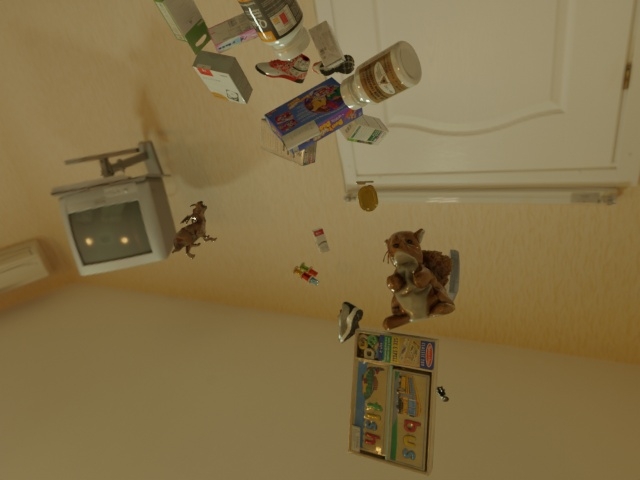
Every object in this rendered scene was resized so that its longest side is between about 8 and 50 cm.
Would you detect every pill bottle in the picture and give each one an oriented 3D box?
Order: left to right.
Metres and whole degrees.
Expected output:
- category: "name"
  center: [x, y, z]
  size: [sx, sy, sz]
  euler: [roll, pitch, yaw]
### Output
- category: "pill bottle"
  center: [-0.150, -0.727, 1.274]
  size: [0.162, 0.278, 0.162]
  euler: [-14, -126, 21]
- category: "pill bottle"
  center: [0.176, -0.488, 1.223]
  size: [0.229, 0.131, 0.131]
  euler: [-13, -162, 44]

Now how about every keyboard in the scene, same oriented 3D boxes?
- category: "keyboard"
  center: [0.415, 0.526, 1.528]
  size: [0.033, 0.317, 0.201]
  euler: [-39, -127, -2]

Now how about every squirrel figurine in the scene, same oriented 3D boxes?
- category: "squirrel figurine"
  center: [0.402, 0.142, 1.711]
  size: [0.281, 0.371, 0.397]
  euler: [-24, 167, 32]

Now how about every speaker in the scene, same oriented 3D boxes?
- category: "speaker"
  center: [-0.072, -0.374, 1.438]
  size: [0.136, 0.055, 0.055]
  euler: [-29, -153, -2]

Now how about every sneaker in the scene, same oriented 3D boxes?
- category: "sneaker"
  center: [-0.182, -0.884, 2.006]
  size: [0.270, 0.145, 0.090]
  euler: [3, -128, -28]
- category: "sneaker"
  center: [0.075, -1.006, 2.308]
  size: [0.279, 0.107, 0.118]
  euler: [-19, -146, -32]
- category: "sneaker"
  center: [0.132, 0.402, 1.988]
  size: [0.100, 0.272, 0.108]
  euler: [-27, -127, -37]

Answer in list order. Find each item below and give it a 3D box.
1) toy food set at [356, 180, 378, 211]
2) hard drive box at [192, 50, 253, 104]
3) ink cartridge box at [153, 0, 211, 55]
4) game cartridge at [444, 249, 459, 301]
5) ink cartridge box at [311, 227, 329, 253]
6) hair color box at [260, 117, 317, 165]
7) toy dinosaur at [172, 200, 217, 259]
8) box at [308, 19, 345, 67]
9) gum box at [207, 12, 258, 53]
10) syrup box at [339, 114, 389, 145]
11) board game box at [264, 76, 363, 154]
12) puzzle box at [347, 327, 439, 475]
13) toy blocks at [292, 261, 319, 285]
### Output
- category: "toy food set"
  center: [0.314, -0.305, 2.687]
  size: [0.128, 0.218, 0.071]
  euler: [-8, -160, 11]
- category: "hard drive box"
  center: [-0.433, -0.728, 1.812]
  size: [0.181, 0.089, 0.232]
  euler: [17, 169, 14]
- category: "ink cartridge box"
  center: [-0.483, -0.787, 1.435]
  size: [0.062, 0.209, 0.109]
  euler: [25, -109, 28]
- category: "game cartridge"
  center: [0.714, 0.204, 2.206]
  size: [0.060, 0.196, 0.294]
  euler: [7, -129, 12]
- category: "ink cartridge box"
  center: [0.000, 0.000, 2.297]
  size: [0.056, 0.135, 0.099]
  euler: [-20, -172, -7]
- category: "hair color box"
  center: [-0.179, -0.548, 2.214]
  size: [0.347, 0.174, 0.105]
  euler: [29, -142, 33]
- category: "toy dinosaur"
  center: [-0.650, -0.039, 2.001]
  size: [0.200, 0.127, 0.296]
  euler: [40, -122, 7]
- category: "box"
  center: [0.036, -0.882, 1.832]
  size: [0.087, 0.169, 0.290]
  euler: [-23, -163, 15]
- category: "gum box"
  center: [-0.301, -0.749, 1.448]
  size: [0.188, 0.062, 0.107]
  euler: [-25, -168, -3]
- category: "syrup box"
  center: [0.198, -0.508, 1.839]
  size: [0.236, 0.093, 0.096]
  euler: [-4, -125, -45]
- category: "board game box"
  center: [-0.031, -0.530, 1.700]
  size: [0.347, 0.078, 0.233]
  euler: [-32, -126, -8]
- category: "puzzle box"
  center: [0.232, 0.504, 1.297]
  size: [0.272, 0.409, 0.052]
  euler: [2, 176, 26]
- category: "toy blocks"
  center: [-0.057, 0.178, 2.105]
  size: [0.148, 0.054, 0.123]
  euler: [29, -155, 19]
